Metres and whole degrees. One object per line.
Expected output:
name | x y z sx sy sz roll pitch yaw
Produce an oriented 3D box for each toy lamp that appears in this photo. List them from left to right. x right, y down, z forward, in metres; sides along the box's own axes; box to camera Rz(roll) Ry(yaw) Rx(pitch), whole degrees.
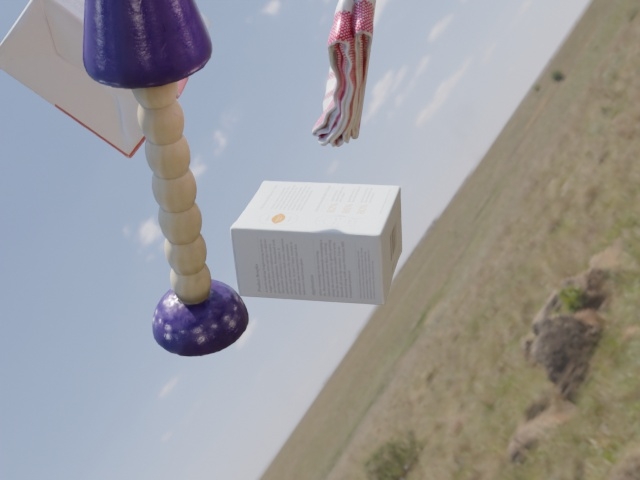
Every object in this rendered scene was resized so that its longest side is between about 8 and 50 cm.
toy lamp | -0.095 -0.049 0.613 0.080 0.080 0.274 -50 -37 -44

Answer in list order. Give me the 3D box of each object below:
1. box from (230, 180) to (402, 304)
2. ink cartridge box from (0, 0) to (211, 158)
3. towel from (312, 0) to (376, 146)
box | 0.000 0.000 1.102 0.130 0.171 0.091 -62 -29 -58
ink cartridge box | -0.154 -0.153 0.727 0.067 0.115 0.198 -47 16 22
towel | 0.021 -0.168 0.563 0.144 0.029 0.197 96 -179 -73
